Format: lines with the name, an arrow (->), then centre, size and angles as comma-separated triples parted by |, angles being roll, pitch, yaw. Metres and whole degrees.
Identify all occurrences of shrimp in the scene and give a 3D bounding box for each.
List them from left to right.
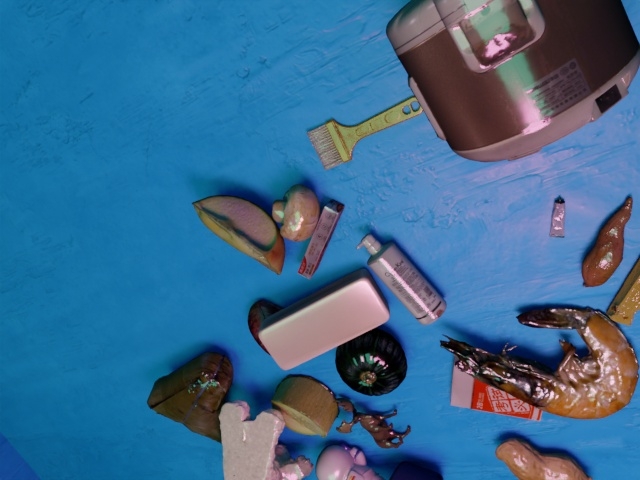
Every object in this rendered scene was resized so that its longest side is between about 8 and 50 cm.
shrimp -> 0.510, 0.270, 1.089 | 0.444, 0.085, 0.272 | 12, 103, 12

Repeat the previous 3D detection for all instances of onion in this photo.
onion -> -0.139, 0.280, 1.346 | 0.205, 0.098, 0.151 | 36, 121, -1

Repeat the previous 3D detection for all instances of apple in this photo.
apple -> -0.184, -0.021, 1.193 | 0.264, 0.120, 0.193 | 34, 165, 18

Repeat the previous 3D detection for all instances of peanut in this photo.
peanut -> 0.604, 0.615, 1.244 | 0.262, 0.101, 0.118 | 19, 96, 13

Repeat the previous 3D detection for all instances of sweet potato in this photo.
sweet potato -> 0.597, 0.019, 0.958 | 0.068, 0.068, 0.226 | 15, 120, 13

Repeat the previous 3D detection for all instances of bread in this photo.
bread -> 0.695, 0.088, 0.965 | 0.087, 0.049, 0.226 | 16, 121, 12

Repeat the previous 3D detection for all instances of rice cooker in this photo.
rice cooker -> 0.286, -0.326, 0.738 | 0.335, 0.335, 0.325 | -26, 109, 29

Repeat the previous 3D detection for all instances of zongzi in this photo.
zongzi -> -0.343, 0.545, 1.532 | 0.322, 0.160, 0.360 | -32, 110, 29

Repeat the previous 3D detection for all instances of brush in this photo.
brush -> 0.103, -0.251, 1.032 | 0.272, 0.013, 0.103 | -20, 108, 27

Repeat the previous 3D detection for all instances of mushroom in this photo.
mushroom -> -0.058, -0.066, 1.115 | 0.112, 0.148, 0.148 | 7, 119, -1

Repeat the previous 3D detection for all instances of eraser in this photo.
eraser -> 0.463, 0.385, 1.212 | 0.230, 0.038, 0.158 | 5, 117, 17

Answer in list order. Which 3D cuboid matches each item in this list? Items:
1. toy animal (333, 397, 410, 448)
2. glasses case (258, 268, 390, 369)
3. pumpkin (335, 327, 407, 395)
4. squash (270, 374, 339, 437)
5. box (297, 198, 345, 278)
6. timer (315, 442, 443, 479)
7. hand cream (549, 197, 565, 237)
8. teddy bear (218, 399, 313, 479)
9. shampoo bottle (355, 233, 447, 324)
toy animal -> 0.147, 0.554, 1.385 | 0.186, 0.094, 0.214 | -18, 117, 36
glasses case -> 0.008, 0.210, 1.217 | 0.336, 0.076, 0.144 | -28, 103, 13
pumpkin -> 0.135, 0.330, 1.244 | 0.201, 0.140, 0.202 | 9, 125, 13
squash -> -0.059, 0.539, 1.439 | 0.220, 0.133, 0.220 | 11, 125, 16
box -> 0.000, 0.000, 1.175 | 0.039, 0.055, 0.218 | 27, 121, 7
timer -> 0.157, 0.763, 1.427 | 0.383, 0.270, 0.271 | 20, 122, 28
hand cream -> 0.509, -0.048, 0.986 | 0.030, 0.019, 0.093 | 0, 123, 18
teddy bear -> -0.168, 0.703, 1.546 | 0.327, 0.362, 0.376 | 4, 86, 24
shampoo bottle -> 0.195, 0.086, 1.129 | 0.085, 0.085, 0.262 | -38, 98, 31
